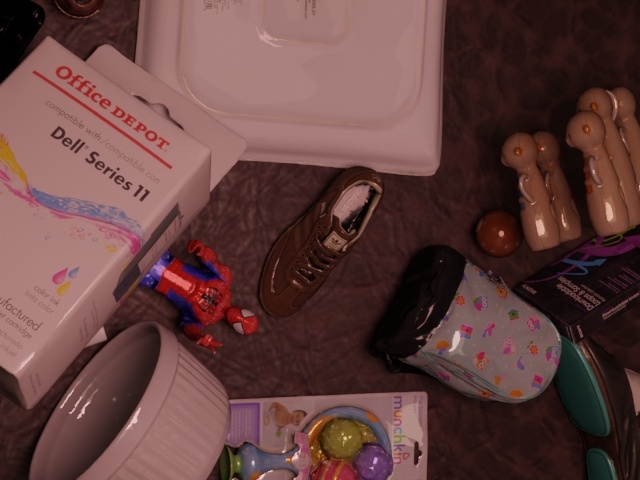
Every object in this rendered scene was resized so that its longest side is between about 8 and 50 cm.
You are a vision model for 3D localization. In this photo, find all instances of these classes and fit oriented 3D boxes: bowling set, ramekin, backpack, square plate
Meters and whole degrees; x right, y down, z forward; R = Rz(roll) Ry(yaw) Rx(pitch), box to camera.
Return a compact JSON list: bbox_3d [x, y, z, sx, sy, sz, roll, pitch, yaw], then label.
[{"bbox_3d":[0.244,-0.072,1.609,0.199,0.287,0.154,-14,89,19],"label":"bowling set"},{"bbox_3d":[-0.181,0.192,1.482,0.109,0.207,0.207,39,81,-22],"label":"ramekin"},{"bbox_3d":[0.165,0.105,1.618,0.182,0.115,0.152,33,80,-17],"label":"backpack"},{"bbox_3d":[-0.020,-0.252,1.591,0.344,0.049,0.347,3,90,-16],"label":"square plate"}]

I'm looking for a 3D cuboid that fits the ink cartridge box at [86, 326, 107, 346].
[{"bbox_3d":[-0.294,0.091,1.491,0.150,0.109,0.063,-19,95,-14],"label":"ink cartridge box"}]

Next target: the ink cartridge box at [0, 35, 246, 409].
[{"bbox_3d":[-0.244,-0.045,1.421,0.207,0.119,0.353,34,68,10],"label":"ink cartridge box"}]

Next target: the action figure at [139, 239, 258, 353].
[{"bbox_3d":[-0.172,0.023,1.514,0.280,0.139,0.091,32,84,-17],"label":"action figure"}]

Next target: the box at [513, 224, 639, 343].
[{"bbox_3d":[0.309,0.042,1.655,0.162,0.116,0.029,-32,121,-12],"label":"box"}]

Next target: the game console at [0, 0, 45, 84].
[{"bbox_3d":[-0.329,-0.304,1.464,0.213,0.044,0.361,29,76,10],"label":"game console"}]

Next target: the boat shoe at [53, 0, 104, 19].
[{"bbox_3d":[-0.230,-0.326,1.518,0.073,0.073,0.207,3,89,-13],"label":"boat shoe"}]

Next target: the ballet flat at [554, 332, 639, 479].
[{"bbox_3d":[0.331,0.211,1.686,0.096,0.095,0.280,-23,108,-24],"label":"ballet flat"}]

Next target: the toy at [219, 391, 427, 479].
[{"bbox_3d":[0.010,0.236,1.608,0.237,0.056,0.137,0,93,-16],"label":"toy"}]

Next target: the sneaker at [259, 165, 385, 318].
[{"bbox_3d":[0.000,0.000,1.586,0.066,0.071,0.188,34,87,-13],"label":"sneaker"}]
